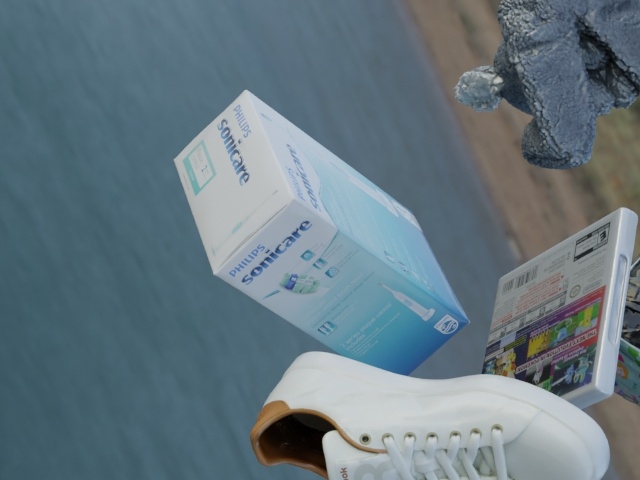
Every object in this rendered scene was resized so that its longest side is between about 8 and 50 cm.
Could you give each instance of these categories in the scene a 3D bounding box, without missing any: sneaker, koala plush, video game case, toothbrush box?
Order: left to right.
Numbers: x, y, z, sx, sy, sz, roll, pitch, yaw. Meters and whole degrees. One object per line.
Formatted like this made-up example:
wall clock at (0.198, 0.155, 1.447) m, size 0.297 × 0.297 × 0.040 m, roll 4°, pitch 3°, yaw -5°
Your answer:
toothbrush box at (0.000, 0.000, 1.871) m, size 0.295 × 0.126 × 0.216 m, roll 35°, pitch 20°, yaw -38°
sneaker at (0.078, 0.171, 1.332) m, size 0.123 × 0.290 × 0.106 m, roll -48°, pitch 135°, yaw -46°
video game case at (0.211, 0.084, 1.543) m, size 0.023 × 0.201 × 0.183 m, roll 25°, pitch 60°, yaw -19°
koala plush at (0.249, -0.192, 1.786) m, size 0.203 × 0.196 × 0.221 m, roll 62°, pitch -11°, yaw -4°

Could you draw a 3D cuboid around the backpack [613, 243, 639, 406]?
backpack at (0.492, 0.130, 2.141) m, size 0.253 × 0.225 × 0.191 m, roll 26°, pitch -33°, yaw 26°
